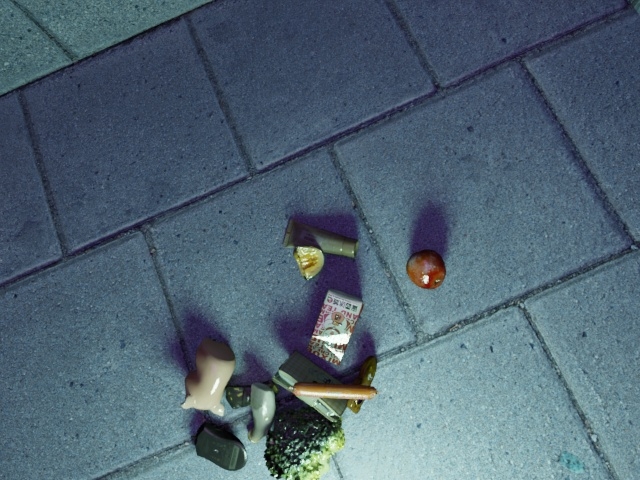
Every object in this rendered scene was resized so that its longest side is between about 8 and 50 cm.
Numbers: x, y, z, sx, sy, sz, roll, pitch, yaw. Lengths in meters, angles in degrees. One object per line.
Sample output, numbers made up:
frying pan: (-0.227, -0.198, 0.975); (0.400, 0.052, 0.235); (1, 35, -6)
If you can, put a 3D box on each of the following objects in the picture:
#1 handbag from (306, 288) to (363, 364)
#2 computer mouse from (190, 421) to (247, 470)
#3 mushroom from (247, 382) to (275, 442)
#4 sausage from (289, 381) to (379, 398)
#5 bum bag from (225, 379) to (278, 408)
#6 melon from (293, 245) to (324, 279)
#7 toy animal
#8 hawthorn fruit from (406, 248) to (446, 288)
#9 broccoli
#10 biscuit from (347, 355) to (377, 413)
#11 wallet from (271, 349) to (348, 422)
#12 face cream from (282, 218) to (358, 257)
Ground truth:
handbag: (0.065, 0.364, 1.831); (0.171, 0.151, 0.298); (19, 84, 6)
computer mouse: (-0.415, 0.856, 1.804); (0.264, 0.088, 0.147); (19, 99, 10)
mushroom: (-0.242, 0.719, 1.769); (0.118, 0.103, 0.270); (18, 105, 40)
sausage: (0.054, 0.573, 1.646); (0.348, 0.053, 0.053); (5, 78, -5)
bum bag: (-0.292, 0.657, 1.848); (0.233, 0.060, 0.106); (-7, 89, 6)
melon: (-0.049, 0.085, 1.934); (0.128, 0.079, 0.160); (-16, 105, -3)
toy animal: (-0.474, 0.566, 1.816); (0.195, 0.213, 0.256); (24, 88, -32)
hawthorn fruit: (0.449, 0.124, 1.836); (0.173, 0.173, 0.172); (-1, 78, 6)
broccoli: (-0.052, 0.815, 1.708); (0.348, 0.293, 0.280); (-34, 116, -28)
biscuit: (0.177, 0.584, 1.763); (0.039, 0.180, 0.236); (13, 65, 29)
wallet: (-0.022, 0.586, 1.761); (0.310, 0.223, 0.077); (32, 106, 12)
face cream: (0.000, 0.000, 1.958); (0.341, 0.084, 0.137); (13, 81, 16)
